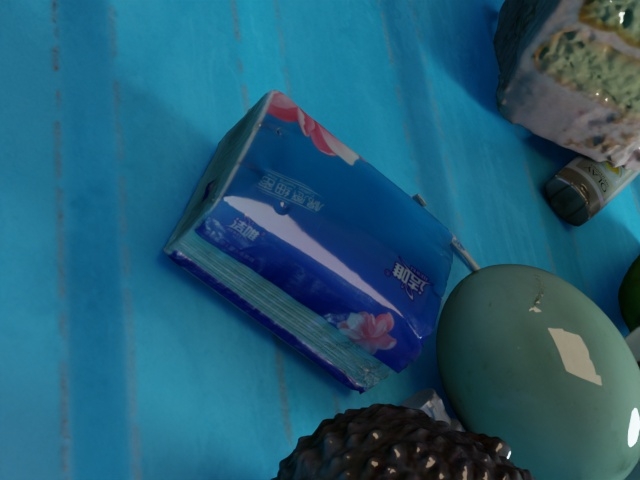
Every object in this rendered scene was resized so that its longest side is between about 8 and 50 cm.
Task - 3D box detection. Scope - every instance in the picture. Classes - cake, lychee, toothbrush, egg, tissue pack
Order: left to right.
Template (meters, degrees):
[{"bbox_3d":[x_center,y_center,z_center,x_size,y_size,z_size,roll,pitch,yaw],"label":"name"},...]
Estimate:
[{"bbox_3d":[0.000,0.000,1.074,0.270,0.137,0.209,39,46,-16],"label":"tissue pack"},{"bbox_3d":[0.082,0.284,0.859,0.300,0.300,0.300,22,51,-30],"label":"lychee"},{"bbox_3d":[0.169,0.003,1.312,0.162,0.017,0.014,50,47,-10],"label":"toothbrush"},{"bbox_3d":[0.245,0.155,1.138,0.203,0.203,0.282,-33,92,-47],"label":"egg"},{"bbox_3d":[0.424,-0.329,1.501,0.293,0.307,0.314,19,51,-5],"label":"cake"}]

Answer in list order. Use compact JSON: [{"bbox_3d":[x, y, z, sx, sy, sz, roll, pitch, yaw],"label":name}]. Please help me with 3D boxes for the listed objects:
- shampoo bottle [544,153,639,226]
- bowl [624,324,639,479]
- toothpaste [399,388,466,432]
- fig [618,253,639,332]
[{"bbox_3d":[0.420,-0.098,1.563,0.086,0.056,0.227,52,43,5],"label":"shampoo bottle"},{"bbox_3d":[0.500,0.253,1.239,0.337,0.157,0.337,2,85,-24],"label":"bowl"},{"bbox_3d":[0.165,0.270,1.111,0.234,0.057,0.089,56,44,-7],"label":"toothpaste"},{"bbox_3d":[0.522,0.063,1.479,0.206,0.206,0.275,44,10,-10],"label":"fig"}]
